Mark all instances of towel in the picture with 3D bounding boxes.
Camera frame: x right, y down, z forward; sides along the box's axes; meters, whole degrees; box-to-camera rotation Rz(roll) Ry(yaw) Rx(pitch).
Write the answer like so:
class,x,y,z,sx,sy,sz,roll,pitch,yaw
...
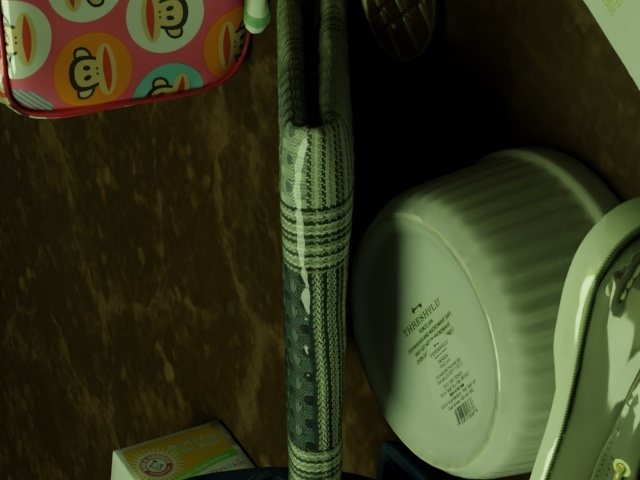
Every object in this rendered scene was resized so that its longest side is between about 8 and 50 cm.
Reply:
class,x,y,z,sx,sy,sz,roll,pitch,yaw
towel,0.000,0.000,1.167,0.324,0.056,0.312,-95,4,-63
towel,-0.032,-0.240,1.227,0.113,0.023,0.152,-93,14,-50

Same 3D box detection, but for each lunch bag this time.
class,x,y,z,sx,sy,sz,roll,pitch,yaw
lunch bag,-0.187,-0.242,1.299,0.120,0.258,0.293,32,129,52

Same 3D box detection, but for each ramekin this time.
class,x,y,z,sx,sy,sz,roll,pitch,yaw
ramekin,0.106,0.050,1.060,0.207,0.109,0.207,32,129,51

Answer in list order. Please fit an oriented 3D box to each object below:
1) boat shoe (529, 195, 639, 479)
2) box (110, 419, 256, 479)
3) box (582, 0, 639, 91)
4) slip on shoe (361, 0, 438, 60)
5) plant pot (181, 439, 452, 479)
class,x,y,z,sx,sy,sz,roll,pitch,yaw
boat shoe,0.183,0.125,0.954,0.091,0.109,0.305,35,136,41
box,-0.128,0.284,1.578,0.103,0.114,0.203,46,138,42
box,0.262,-0.071,0.786,0.322,0.058,0.232,64,149,23
slip on shoe,0.045,-0.188,1.138,0.041,0.051,0.135,-44,-65,-77
plant pot,0.033,0.293,1.191,0.236,0.212,0.236,41,136,46
